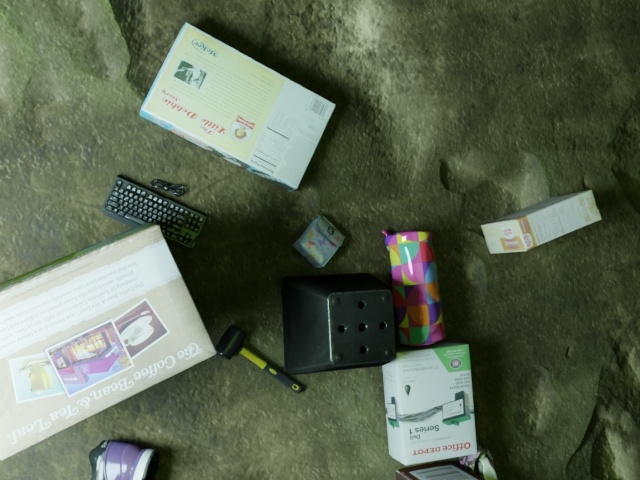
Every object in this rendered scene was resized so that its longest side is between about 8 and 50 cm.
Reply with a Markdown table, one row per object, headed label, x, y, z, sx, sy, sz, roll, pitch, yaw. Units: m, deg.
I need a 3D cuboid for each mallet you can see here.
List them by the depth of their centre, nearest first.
| label | x | y | z | sx | sy | sz | roll | pitch | yaw |
| --- | --- | --- | --- | --- | --- | --- | --- | --- | --- |
| mallet | -0.118 | 0.241 | 1.343 | 0.189 | 0.039 | 0.062 | 45 | 76 | -13 |

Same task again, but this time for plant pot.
| label | x | y | z | sx | sy | sz | roll | pitch | yaw |
| --- | --- | --- | --- | --- | --- | --- | --- | --- | --- |
| plant pot | 0.045 | 0.155 | 1.312 | 0.187 | 0.167 | 0.188 | -1 | 86 | -22 |

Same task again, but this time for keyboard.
| label | x | y | z | sx | sy | sz | roll | pitch | yaw |
| --- | --- | --- | --- | --- | --- | --- | --- | --- | --- |
| keyboard | -0.301 | -0.063 | 1.311 | 0.180 | 0.023 | 0.108 | 25 | 81 | -14 |

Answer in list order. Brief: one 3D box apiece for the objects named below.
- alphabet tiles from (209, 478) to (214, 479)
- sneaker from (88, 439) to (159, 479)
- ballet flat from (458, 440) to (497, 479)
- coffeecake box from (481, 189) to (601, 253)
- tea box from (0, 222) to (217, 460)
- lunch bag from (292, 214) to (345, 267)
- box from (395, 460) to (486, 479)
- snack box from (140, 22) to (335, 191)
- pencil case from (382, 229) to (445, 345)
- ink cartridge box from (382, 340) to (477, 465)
| label | x | y | z | sx | sy | sz | roll | pitch | yaw |
| --- | --- | --- | --- | --- | --- | --- | --- | --- | --- |
| alphabet tiles | -0.229 | 0.587 | 1.198 | 0.342 | 0.011 | 0.285 | -24 | 92 | -15 |
| sneaker | -0.381 | 0.492 | 1.240 | 0.124 | 0.107 | 0.283 | 14 | 82 | 4 |
| ballet flat | 0.337 | 0.515 | 1.431 | 0.077 | 0.079 | 0.221 | -14 | 92 | -16 |
| coffeecake box | 0.449 | -0.037 | 1.453 | 0.185 | 0.142 | 0.068 | -20 | 93 | -15 |
| tea box | -0.372 | 0.132 | 1.121 | 0.329 | 0.323 | 0.220 | -25 | 100 | -15 |
| lunch bag | 0.000 | 0.000 | 1.376 | 0.071 | 0.053 | 0.083 | 45 | 68 | -11 |
| box | 0.246 | 0.638 | 1.345 | 0.143 | 0.191 | 0.381 | -5 | 88 | -15 |
| snack box | -0.153 | -0.247 | 1.339 | 0.322 | 0.060 | 0.187 | 27 | 81 | -13 |
| pencil case | 0.186 | 0.090 | 1.402 | 0.104 | 0.104 | 0.236 | -7 | 87 | -16 |
| ink cartridge box | 0.215 | 0.318 | 1.399 | 0.160 | 0.092 | 0.219 | -5 | 88 | -15 |
